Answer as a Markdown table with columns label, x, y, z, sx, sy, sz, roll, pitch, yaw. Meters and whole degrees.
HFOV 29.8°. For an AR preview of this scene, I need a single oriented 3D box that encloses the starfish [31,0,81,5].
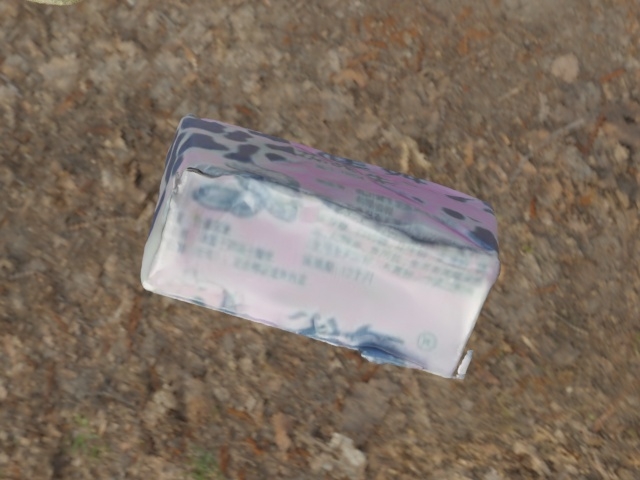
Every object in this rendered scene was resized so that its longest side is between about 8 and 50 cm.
| label | x | y | z | sx | sy | sz | roll | pitch | yaw |
| --- | --- | --- | --- | --- | --- | --- | --- | --- | --- |
| starfish | -0.214 | -0.159 | 0.483 | 0.138 | 0.050 | 0.247 | -36 | 89 | 14 |

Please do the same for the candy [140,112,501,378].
| label | x | y | z | sx | sy | sz | roll | pitch | yaw |
| --- | --- | --- | --- | --- | --- | --- | --- | --- | --- |
| candy | 0.000 | 0.000 | 0.561 | 0.160 | 0.092 | 0.073 | 16 | 112 | -6 |
